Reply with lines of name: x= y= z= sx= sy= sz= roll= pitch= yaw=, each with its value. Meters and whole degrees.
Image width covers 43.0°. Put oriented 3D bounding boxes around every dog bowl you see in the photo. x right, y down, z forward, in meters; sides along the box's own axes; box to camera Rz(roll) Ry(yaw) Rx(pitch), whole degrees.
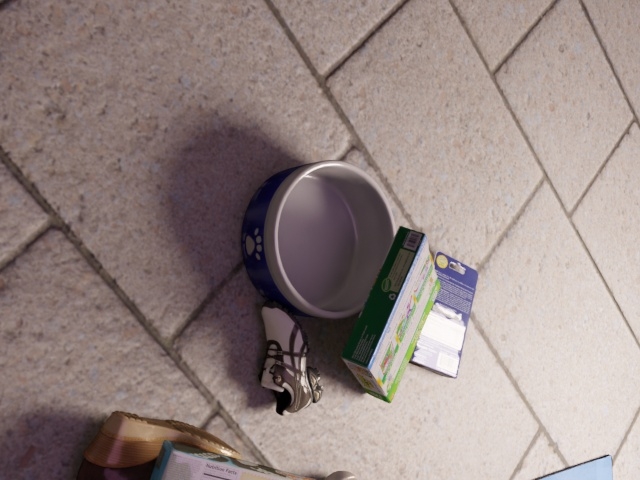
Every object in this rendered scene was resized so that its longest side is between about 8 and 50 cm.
dog bowl: x=0.000 y=0.000 z=1.387 sx=0.264 sy=0.104 sz=0.265 roll=3 pitch=85 yaw=-38

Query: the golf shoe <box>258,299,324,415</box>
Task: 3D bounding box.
golf shoe: x=-0.064 y=0.198 z=1.344 sx=0.094 sy=0.077 sz=0.198 roll=-30 pitch=104 yaw=-35

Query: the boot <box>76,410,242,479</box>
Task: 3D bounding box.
boot: x=-0.251 y=0.372 z=1.204 sx=0.248 sy=0.090 sz=0.207 roll=25 pitch=85 yaw=-36

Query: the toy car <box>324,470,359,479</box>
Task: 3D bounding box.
toy car: x=0.021 y=0.489 z=1.370 sx=0.182 sy=0.159 sz=0.136 roll=-2 pitch=125 yaw=-38

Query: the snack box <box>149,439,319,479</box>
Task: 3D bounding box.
snack box: x=-0.105 y=0.423 z=1.181 sx=0.321 sy=0.060 sz=0.187 roll=22 pitch=84 yaw=-22

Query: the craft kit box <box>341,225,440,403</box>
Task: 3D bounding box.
craft kit box: x=0.131 y=0.136 z=1.424 sx=0.250 sy=0.060 sz=0.247 roll=-64 pitch=155 yaw=-17

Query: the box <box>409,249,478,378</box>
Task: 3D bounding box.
box: x=0.238 y=0.146 z=1.606 sx=0.136 sy=0.036 sz=0.225 roll=26 pitch=73 yaw=-34

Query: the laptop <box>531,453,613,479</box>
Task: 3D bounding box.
laptop: x=0.625 y=0.724 z=1.759 sx=0.381 sy=0.408 sz=0.236 roll=-3 pitch=123 yaw=-37
